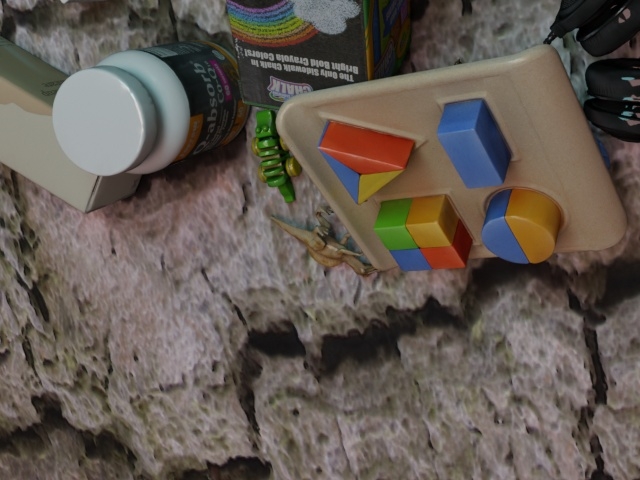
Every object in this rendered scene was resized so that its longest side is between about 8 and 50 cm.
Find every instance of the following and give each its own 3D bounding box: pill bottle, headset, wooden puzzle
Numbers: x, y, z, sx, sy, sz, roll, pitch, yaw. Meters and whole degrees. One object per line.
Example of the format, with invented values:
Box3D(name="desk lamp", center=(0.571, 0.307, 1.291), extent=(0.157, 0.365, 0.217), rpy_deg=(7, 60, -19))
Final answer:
Box3D(name="pill bottle", center=(-0.218, -0.176, 1.316), extent=(0.162, 0.278, 0.162), rpy_deg=(6, 108, 20))
Box3D(name="headset", center=(0.352, -0.232, 1.174), extent=(0.394, 0.185, 0.243), rpy_deg=(-19, 106, 12))
Box3D(name="wooden puzzle", center=(0.157, -0.066, 1.200), extent=(0.347, 0.080, 0.322), rpy_deg=(-9, 136, 30))

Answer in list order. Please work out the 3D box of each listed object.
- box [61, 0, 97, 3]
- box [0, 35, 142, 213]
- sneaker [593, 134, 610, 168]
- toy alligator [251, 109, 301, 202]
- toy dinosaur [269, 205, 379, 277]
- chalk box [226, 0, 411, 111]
Box3D(name="box", center=(-0.323, -0.453, 1.369), extent=(0.181, 0.119, 0.182), rpy_deg=(-38, 89, 26))
Box3D(name="box", center=(-0.413, -0.176, 1.469), extent=(0.311, 0.148, 0.121), rpy_deg=(30, 113, 10))
Box3D(name="sneaker", center=(0.274, -0.114, 1.261), extent=(0.188, 0.078, 0.067), rpy_deg=(12, 84, 3))
Box3D(name="toy alligator", center=(-0.072, -0.141, 1.393), extent=(0.056, 0.051, 0.190), rpy_deg=(-9, 101, 23))
Box3D(name="toy dinosaur", center=(0.000, 0.000, 1.393), extent=(0.183, 0.053, 0.093), rpy_deg=(28, 141, 10))
Box3D(name="chalk box", center=(0.004, -0.268, 1.232), extent=(0.180, 0.179, 0.289), rpy_deg=(13, 142, 16))
